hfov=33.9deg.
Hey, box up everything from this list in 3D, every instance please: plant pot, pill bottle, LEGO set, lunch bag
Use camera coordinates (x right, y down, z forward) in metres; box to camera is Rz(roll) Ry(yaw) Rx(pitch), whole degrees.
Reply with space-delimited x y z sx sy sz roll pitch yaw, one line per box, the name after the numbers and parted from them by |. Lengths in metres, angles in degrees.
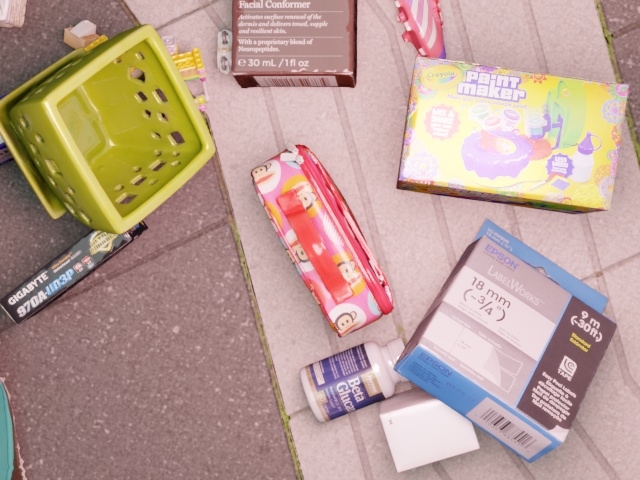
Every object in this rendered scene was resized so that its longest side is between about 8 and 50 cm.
-0.331 -0.160 1.542 0.228 0.207 0.227 -47 124 -36 | plant pot
0.061 0.214 1.647 0.169 0.094 0.094 -22 89 3 | pill bottle
-0.276 -0.268 1.684 0.287 0.107 0.132 4 56 8 | LEGO set
0.000 0.000 1.569 0.120 0.258 0.293 -29 89 3 | lunch bag

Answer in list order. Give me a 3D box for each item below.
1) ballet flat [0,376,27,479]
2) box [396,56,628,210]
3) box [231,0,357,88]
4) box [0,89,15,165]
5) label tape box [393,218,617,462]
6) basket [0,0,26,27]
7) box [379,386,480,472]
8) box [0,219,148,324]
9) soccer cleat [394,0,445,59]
-0.542 0.409 1.686 0.147 0.147 0.408 -8 87 4 | ballet flat
0.266 -0.146 1.542 0.290 0.279 0.177 9 90 4 | box
-0.035 -0.434 1.632 0.191 0.143 0.381 0 88 4 | box
-0.494 -0.175 1.659 0.126 0.137 0.072 -25 89 3 | box
0.293 0.116 1.540 0.241 0.106 0.333 34 56 2 | label tape box
-0.559 -0.404 1.681 0.167 0.103 0.113 8 91 4 | basket
0.164 0.277 1.603 0.130 0.170 0.091 -17 89 4 | box
-0.378 0.036 1.633 0.220 0.175 0.051 -37 95 4 | box
0.153 -0.391 1.651 0.095 0.083 0.248 -25 86 -1 | soccer cleat
